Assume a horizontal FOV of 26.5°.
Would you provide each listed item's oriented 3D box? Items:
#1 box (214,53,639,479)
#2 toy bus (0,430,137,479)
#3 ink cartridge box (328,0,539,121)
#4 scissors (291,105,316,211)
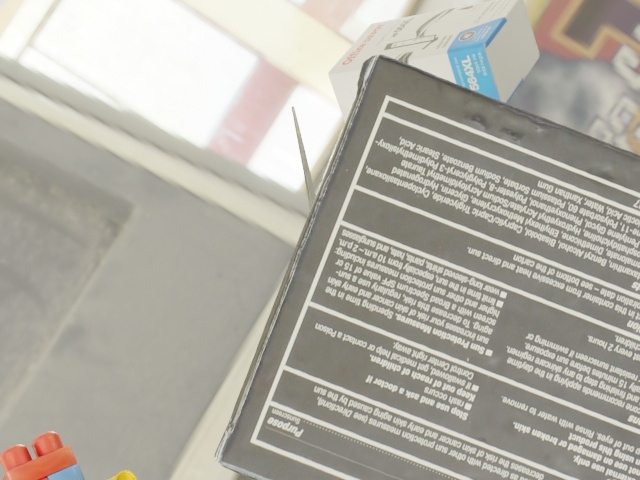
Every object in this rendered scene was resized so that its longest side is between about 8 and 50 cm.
[{"bbox_3d":[0.115,0.065,0.970,0.183,0.296,0.294,99,-167,-88],"label":"box"},{"bbox_3d":[-0.237,0.281,1.154,0.220,0.211,0.149,-25,-9,-28],"label":"toy bus"},{"bbox_3d":[0.131,-0.204,1.577,0.203,0.085,0.148,-6,29,30],"label":"ink cartridge box"},{"bbox_3d":[0.000,0.000,1.369,0.297,0.021,0.109,74,-160,-51],"label":"scissors"}]
